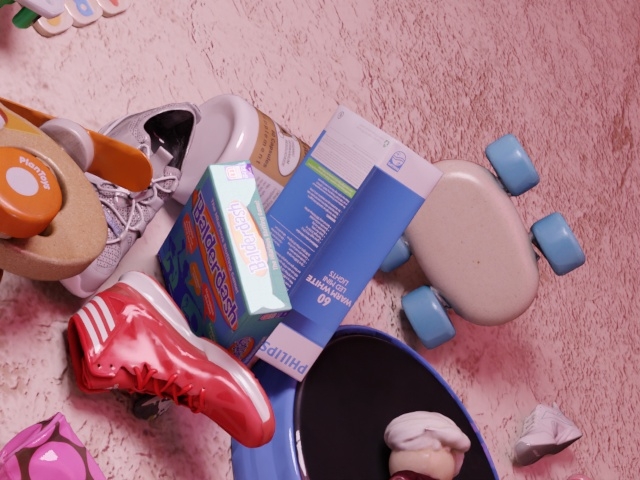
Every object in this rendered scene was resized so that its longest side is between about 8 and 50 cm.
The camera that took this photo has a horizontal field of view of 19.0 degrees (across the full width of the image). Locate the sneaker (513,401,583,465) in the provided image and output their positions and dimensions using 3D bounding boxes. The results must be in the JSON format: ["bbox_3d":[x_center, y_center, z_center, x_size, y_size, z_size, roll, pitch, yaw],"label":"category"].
[{"bbox_3d":[0.271,0.240,2.375,0.061,0.054,0.152,58,26,13],"label":"sneaker"}]

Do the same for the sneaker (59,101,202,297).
[{"bbox_3d":[-0.201,-0.058,1.900,0.105,0.115,0.281,46,36,-21],"label":"sneaker"}]

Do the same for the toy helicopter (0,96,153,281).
[{"bbox_3d":[-0.311,-0.115,1.792,0.235,0.140,0.355,-12,62,-49],"label":"toy helicopter"}]

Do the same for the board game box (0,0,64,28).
[{"bbox_3d":[-0.428,-0.431,1.904,0.390,0.050,0.390,28,40,-38],"label":"board game box"}]

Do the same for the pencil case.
[{"bbox_3d":[-0.213,0.260,1.671,0.098,0.095,0.209,-32,90,-41],"label":"pencil case"}]

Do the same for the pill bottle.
[{"bbox_3d":[-0.049,-0.050,2.084,0.229,0.131,0.131,34,41,-34],"label":"pill bottle"}]

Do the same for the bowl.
[{"bbox_3d":[0.068,0.271,2.047,0.391,0.077,0.391,33,42,-36],"label":"bowl"}]

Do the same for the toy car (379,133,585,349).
[{"bbox_3d":[0.183,-0.001,2.349,0.210,0.219,0.238,59,4,0],"label":"toy car"}]

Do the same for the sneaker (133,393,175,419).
[{"bbox_3d":[-0.160,0.150,1.883,0.035,0.031,0.083,40,35,19],"label":"sneaker"}]

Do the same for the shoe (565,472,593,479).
[{"bbox_3d":[0.360,0.370,2.376,0.178,0.063,0.081,44,41,-16],"label":"shoe"}]

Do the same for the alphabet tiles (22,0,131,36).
[{"bbox_3d":[-0.317,-0.356,2.060,0.278,0.021,0.284,60,32,-1],"label":"alphabet tiles"}]

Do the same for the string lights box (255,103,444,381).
[{"bbox_3d":[0.000,0.000,1.970,0.077,0.259,0.133,32,4,-32],"label":"string lights box"}]

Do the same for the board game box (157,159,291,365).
[{"bbox_3d":[-0.099,0.038,1.885,0.047,0.210,0.160,-7,68,-23],"label":"board game box"}]

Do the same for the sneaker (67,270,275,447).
[{"bbox_3d":[-0.155,0.139,1.822,0.221,0.087,0.128,42,52,17],"label":"sneaker"}]

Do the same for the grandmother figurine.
[{"bbox_3d":[0.103,0.311,1.915,0.208,0.104,0.342,68,17,-44],"label":"grandmother figurine"}]
